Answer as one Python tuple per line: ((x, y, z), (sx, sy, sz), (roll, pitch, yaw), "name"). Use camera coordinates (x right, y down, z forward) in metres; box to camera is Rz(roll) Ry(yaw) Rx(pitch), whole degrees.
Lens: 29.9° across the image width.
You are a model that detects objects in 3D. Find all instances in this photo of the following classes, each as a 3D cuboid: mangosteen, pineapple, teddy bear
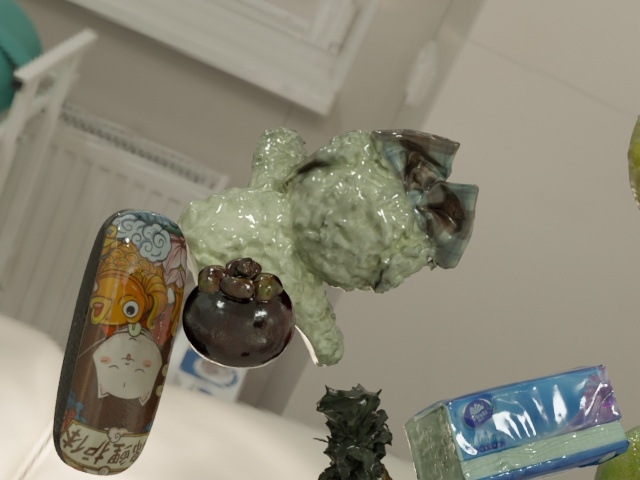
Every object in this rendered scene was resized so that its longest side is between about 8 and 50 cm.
((-0.091, 0.078, 1.369), (0.140, 0.140, 0.140), (21, 24, -10), "mangosteen")
((0.043, 0.302, 1.577), (0.128, 0.248, 0.128), (-3, 33, 2), "pineapple")
((0.000, 0.000, 1.605), (0.362, 0.327, 0.375), (-18, -9, -7), "teddy bear")

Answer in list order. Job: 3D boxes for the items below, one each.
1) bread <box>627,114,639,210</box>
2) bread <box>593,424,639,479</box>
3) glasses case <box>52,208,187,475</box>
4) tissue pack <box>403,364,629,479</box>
((0.717, -0.133, 2.151), (0.333, 0.333, 0.160), (16, -1, -20), "bread")
((0.537, 0.394, 1.860), (0.228, 0.228, 0.033), (34, -3, 19), "bread")
((-0.238, 0.121, 1.437), (0.082, 0.321, 0.122), (6, -10, 39), "glasses case")
((0.280, 0.283, 1.747), (0.263, 0.198, 0.146), (-10, 76, -17), "tissue pack")
